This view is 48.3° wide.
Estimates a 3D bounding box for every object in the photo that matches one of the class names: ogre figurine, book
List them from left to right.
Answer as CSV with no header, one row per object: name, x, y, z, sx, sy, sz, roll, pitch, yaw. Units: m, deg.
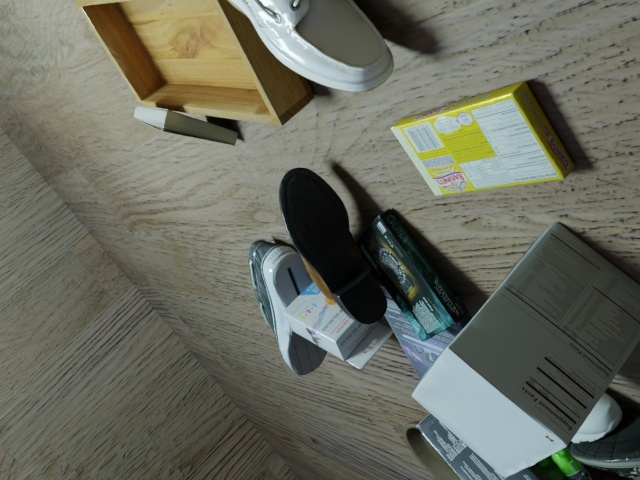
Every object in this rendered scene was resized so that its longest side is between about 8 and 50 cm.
book,-0.222,-0.192,1.185,0.144,0.035,0.096,7,-169,-45
ogre figurine,0.319,0.281,1.050,0.197,0.096,0.118,-92,-21,-59

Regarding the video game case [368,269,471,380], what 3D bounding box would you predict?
video game case,0.195,0.173,1.186,0.196,0.026,0.274,15,143,50

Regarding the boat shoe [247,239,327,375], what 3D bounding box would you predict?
boat shoe,-0.063,0.131,1.470,0.119,0.121,0.335,34,144,45

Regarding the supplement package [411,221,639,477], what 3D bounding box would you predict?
supplement package,0.237,0.129,0.815,0.149,0.203,0.194,40,156,14

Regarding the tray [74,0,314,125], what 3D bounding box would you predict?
tray,-0.197,-0.287,1.040,0.410,0.076,0.203,19,145,49

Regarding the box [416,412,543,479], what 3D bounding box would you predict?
box,0.341,0.435,1.077,0.395,0.097,0.318,47,177,39

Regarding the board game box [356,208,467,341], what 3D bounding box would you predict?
board game box,0.128,0.055,1.055,0.186,0.026,0.126,55,157,8

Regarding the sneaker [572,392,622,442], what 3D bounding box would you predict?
sneaker,0.296,0.195,0.983,0.235,0.090,0.095,16,134,47

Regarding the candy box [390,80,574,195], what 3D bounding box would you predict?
candy box,0.167,-0.103,0.777,0.105,0.027,0.206,51,157,-18

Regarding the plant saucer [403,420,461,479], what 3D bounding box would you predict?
plant saucer,0.292,0.470,1.489,0.278,0.041,0.278,36,155,20

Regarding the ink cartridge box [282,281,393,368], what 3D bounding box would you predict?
ink cartridge box,0.033,0.149,1.320,0.181,0.104,0.062,24,149,40

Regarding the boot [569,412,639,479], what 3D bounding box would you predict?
boot,0.445,0.306,0.889,0.179,0.085,0.236,51,149,-9

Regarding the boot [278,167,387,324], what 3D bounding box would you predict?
boot,0.000,0.000,1.167,0.264,0.096,0.280,52,175,-11

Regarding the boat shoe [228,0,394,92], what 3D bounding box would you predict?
boat shoe,-0.033,-0.267,0.759,0.277,0.098,0.096,41,157,14
